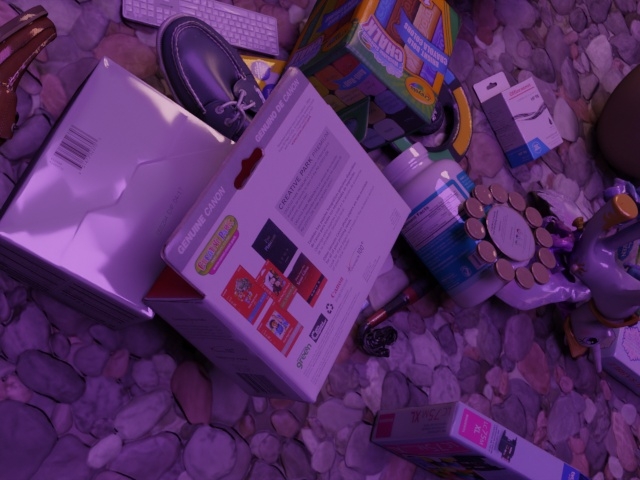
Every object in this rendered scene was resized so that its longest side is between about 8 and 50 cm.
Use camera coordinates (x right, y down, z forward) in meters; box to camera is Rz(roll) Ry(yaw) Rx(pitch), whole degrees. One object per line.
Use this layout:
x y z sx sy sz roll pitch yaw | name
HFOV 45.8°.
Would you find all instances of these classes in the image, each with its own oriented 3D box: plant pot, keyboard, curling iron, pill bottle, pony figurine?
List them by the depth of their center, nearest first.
-0.179 -0.342 1.166 0.255 0.014 0.072 7 74 -31 | keyboard
0.207 -0.030 1.237 0.146 0.146 0.264 -35 85 -34 | pill bottle
0.149 0.102 1.250 0.274 0.035 0.068 -39 121 -38 | curling iron
0.465 0.044 1.316 0.302 0.363 0.351 -29 78 -27 | pony figurine
0.696 -0.237 1.586 0.284 0.191 0.284 8 74 -31 | plant pot

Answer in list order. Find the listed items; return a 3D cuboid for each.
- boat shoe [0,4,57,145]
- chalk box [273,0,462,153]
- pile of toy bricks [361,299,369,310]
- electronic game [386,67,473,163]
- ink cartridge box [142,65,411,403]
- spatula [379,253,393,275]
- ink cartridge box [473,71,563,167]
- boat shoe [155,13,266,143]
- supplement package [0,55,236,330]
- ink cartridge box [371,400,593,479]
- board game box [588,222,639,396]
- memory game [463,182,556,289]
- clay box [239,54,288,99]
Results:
-0.419 -0.156 0.919 0.104 0.110 0.307 46 68 -19 | boat shoe
0.065 -0.256 1.138 0.179 0.180 0.289 38 56 -26 | chalk box
-0.035 0.112 1.085 0.212 0.118 0.105 -38 83 -24 | pile of toy bricks
0.181 -0.232 1.345 0.229 0.048 0.230 8 74 -31 | electronic game
-0.059 -0.009 0.932 0.272 0.130 0.310 49 55 -30 | ink cartridge box
0.000 0.000 1.188 0.241 0.019 0.168 -17 88 -34 | spatula
0.382 -0.244 1.467 0.104 0.060 0.180 -30 94 -34 | ink cartridge box
-0.105 -0.173 1.050 0.116 0.099 0.320 -42 118 -19 | boat shoe
-0.266 -0.053 0.956 0.204 0.145 0.262 33 62 -22 | supplement package
0.253 0.339 1.160 0.311 0.185 0.065 30 61 -23 | ink cartridge box
0.709 0.178 1.562 0.318 0.066 0.318 34 62 -21 | board game box
0.293 -0.008 1.174 0.186 0.012 0.186 17 55 -26 | memory game
-0.074 -0.214 1.175 0.221 0.053 0.128 -2 80 -32 | clay box
